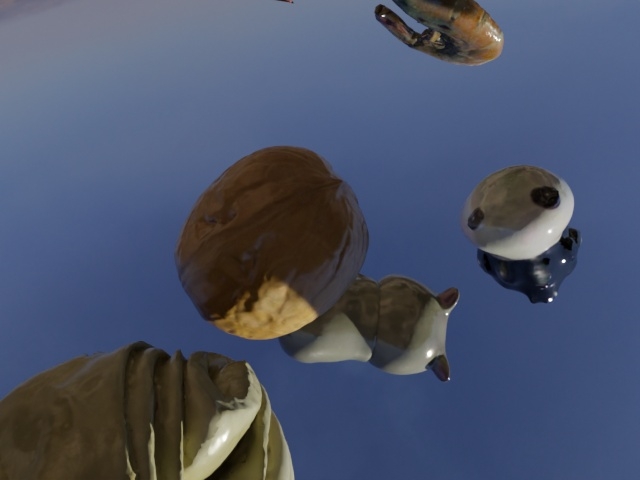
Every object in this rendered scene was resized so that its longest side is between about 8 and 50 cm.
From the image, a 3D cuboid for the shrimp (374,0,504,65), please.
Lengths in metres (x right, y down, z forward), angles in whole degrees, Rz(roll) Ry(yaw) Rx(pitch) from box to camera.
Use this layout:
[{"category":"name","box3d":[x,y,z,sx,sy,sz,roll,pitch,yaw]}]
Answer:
[{"category":"shrimp","box3d":[0.110,-0.275,0.656,0.143,0.251,0.052,10,-106,61]}]

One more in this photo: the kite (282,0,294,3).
[{"category":"kite","box3d":[-0.139,-0.355,0.663,0.189,0.232,0.009,-54,-165,-27]}]

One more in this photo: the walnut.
[{"category":"walnut","box3d":[-0.054,0.004,0.603,0.226,0.193,0.193,-46,-160,23]}]

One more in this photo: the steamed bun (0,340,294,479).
[{"category":"steamed bun","box3d":[-0.127,0.216,0.479,0.203,0.289,0.276,-18,-140,19]}]

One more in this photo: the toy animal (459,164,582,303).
[{"category":"toy animal","box3d":[0.385,-0.033,1.062,0.212,0.267,0.213,-19,-140,17]}]

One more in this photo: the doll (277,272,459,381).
[{"category":"doll","box3d":[0.075,0.160,1.120,0.370,0.215,0.226,10,174,-7]}]
